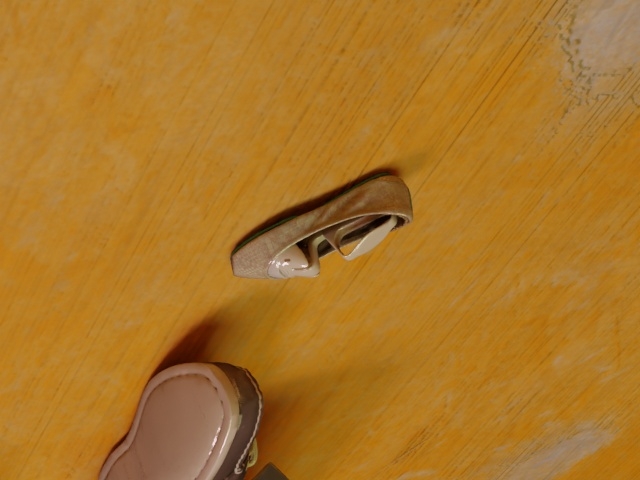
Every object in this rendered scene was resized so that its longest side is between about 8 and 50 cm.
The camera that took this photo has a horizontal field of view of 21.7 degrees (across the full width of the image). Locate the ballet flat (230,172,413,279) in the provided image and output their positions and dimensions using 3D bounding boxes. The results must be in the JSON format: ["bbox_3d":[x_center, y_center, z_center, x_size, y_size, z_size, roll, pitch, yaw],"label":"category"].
[{"bbox_3d":[0.000,0.000,1.389,0.168,0.052,0.057,-29,150,13],"label":"ballet flat"}]

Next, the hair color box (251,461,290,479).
[{"bbox_3d":[-0.114,0.376,1.722,0.185,0.113,0.374,-44,175,-27],"label":"hair color box"}]

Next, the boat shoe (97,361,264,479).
[{"bbox_3d":[-0.119,0.201,1.584,0.096,0.116,0.324,-8,152,-31],"label":"boat shoe"}]
